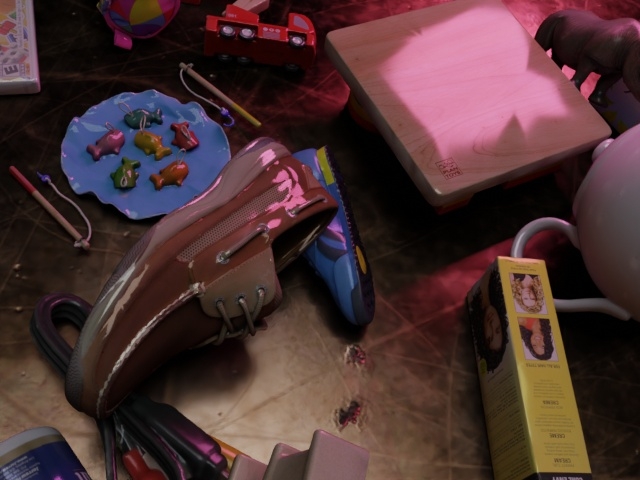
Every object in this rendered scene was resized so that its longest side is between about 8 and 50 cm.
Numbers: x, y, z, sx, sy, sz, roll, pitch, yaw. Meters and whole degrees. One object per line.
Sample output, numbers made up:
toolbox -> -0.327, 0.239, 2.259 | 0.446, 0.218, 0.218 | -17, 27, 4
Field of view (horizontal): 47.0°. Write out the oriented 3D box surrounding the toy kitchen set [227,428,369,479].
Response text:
toy kitchen set -> 0.030, 0.244, 0.534 | 0.207, 0.166, 0.122 | 29, 55, -19

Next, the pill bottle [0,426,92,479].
pill bottle -> -0.202, 0.238, 0.568 | 0.094, 0.094, 0.169 | -32, 70, -27

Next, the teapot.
teapot -> 0.364, -0.041, 0.795 | 0.256, 0.252, 0.187 | -15, 48, -33

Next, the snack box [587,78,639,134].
snack box -> 0.461, -0.172, 0.918 | 0.070, 0.174, 0.207 | -22, 66, -25

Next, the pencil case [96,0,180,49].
pencil case -> -0.264, -0.359, 0.930 | 0.104, 0.104, 0.236 | -17, 63, -21

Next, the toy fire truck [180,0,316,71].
toy fire truck -> -0.100, -0.291, 0.950 | 0.192, 0.047, 0.135 | 6, 56, -9

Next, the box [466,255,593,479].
box -> 0.199, 0.136, 0.723 | 0.058, 0.087, 0.232 | 5, 56, -12

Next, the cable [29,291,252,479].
cable -> -0.175, 0.162, 0.637 | 0.287, 0.072, 0.139 | 34, 33, 19

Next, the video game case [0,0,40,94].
video game case -> -0.447, -0.258, 0.870 | 0.207, 0.026, 0.226 | -7, 60, -16

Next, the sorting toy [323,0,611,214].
sorting toy -> 0.167, -0.163, 0.902 | 0.257, 0.089, 0.255 | -20, 64, -22

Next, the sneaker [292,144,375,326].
sneaker -> 0.000, 0.000, 0.787 | 0.082, 0.069, 0.209 | -20, 68, 10

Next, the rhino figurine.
rhino figurine -> 0.350, -0.226, 0.914 | 0.073, 0.106, 0.243 | 15, 16, -32

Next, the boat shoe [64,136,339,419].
boat shoe -> -0.089, 0.031, 0.654 | 0.116, 0.123, 0.324 | 33, 56, 8

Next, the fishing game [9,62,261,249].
fishing game -> -0.194, -0.103, 0.818 | 0.264, 0.041, 0.189 | -37, 69, -28
